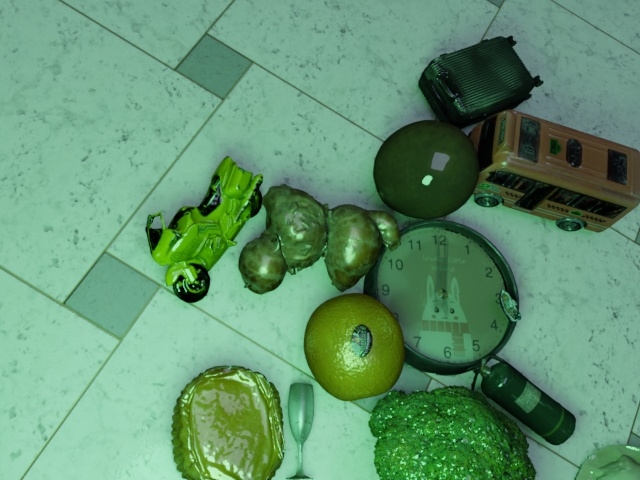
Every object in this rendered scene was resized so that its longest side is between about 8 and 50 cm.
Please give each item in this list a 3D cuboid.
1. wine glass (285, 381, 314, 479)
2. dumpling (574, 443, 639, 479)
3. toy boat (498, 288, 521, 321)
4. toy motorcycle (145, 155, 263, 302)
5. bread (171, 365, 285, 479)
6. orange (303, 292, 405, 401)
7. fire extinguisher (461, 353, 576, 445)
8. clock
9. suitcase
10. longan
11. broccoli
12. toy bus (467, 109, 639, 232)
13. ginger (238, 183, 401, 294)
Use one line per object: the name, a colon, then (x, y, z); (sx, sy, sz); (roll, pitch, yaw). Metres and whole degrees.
wine glass: (-0.043, 0.408, 1.390); (0.066, 0.066, 0.197); (5, 66, -11)
dumpling: (0.666, 0.575, 1.471); (0.173, 0.142, 0.247); (13, 69, 30)
toy boat: (0.448, 0.153, 1.535); (0.038, 0.038, 0.083); (-22, 76, -20)
toy motorcycle: (-0.269, -0.041, 1.470); (0.206, 0.142, 0.342); (49, 59, -34)
bread: (-0.188, 0.385, 1.321); (0.228, 0.142, 0.253); (-1, 66, -12)
orange: (0.072, 0.229, 1.402); (0.237, 0.236, 0.236); (5, 68, -12)
fire extinguisher: (0.444, 0.350, 1.480); (0.294, 0.093, 0.118); (37, 60, -10)
clock: (0.296, 0.131, 1.568); (0.387, 0.076, 0.385); (5, 68, -12)
suitcase: (0.440, -0.435, 1.797); (0.312, 0.128, 0.202); (-24, 76, -21)
longan: (0.258, -0.169, 1.585); (0.258, 0.258, 0.257); (5, 68, -12)
broccoli: (0.271, 0.454, 1.325); (0.321, 0.309, 0.413); (-29, 44, -12)
toy bus: (0.592, -0.179, 1.677); (0.427, 0.233, 0.203); (15, 67, -8)
ginger: (0.000, 0.000, 1.494); (0.376, 0.176, 0.256); (1, 78, -6)
